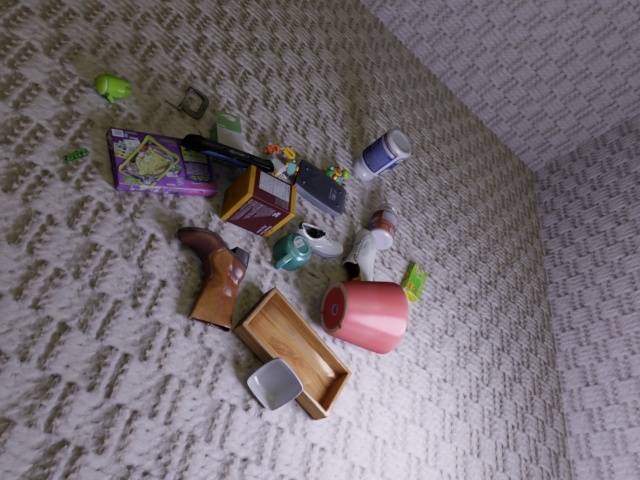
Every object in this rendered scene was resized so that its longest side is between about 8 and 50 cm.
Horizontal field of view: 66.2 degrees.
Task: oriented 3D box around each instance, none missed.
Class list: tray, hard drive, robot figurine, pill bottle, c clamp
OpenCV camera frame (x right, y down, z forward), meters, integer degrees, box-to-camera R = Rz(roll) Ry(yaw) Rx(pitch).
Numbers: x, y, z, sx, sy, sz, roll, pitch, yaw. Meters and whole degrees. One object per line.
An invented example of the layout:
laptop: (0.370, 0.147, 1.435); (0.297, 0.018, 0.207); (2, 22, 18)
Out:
tray: (-0.087, 0.376, 1.643); (0.411, 0.076, 0.203); (49, 43, -7)
hard drive: (-0.005, -0.217, 2.098); (0.254, 0.054, 0.172); (33, 47, -25)
robot figurine: (-0.692, -0.509, 1.625); (0.115, 0.067, 0.101); (1, 73, -42)
pill bottle: (0.287, -0.070, 2.231); (0.121, 0.121, 0.216); (40, 44, -17)
pill bottle: (0.287, -0.397, 2.326); (0.153, 0.264, 0.153); (24, 50, -33)
c clamp: (-0.491, -0.529, 1.859); (0.137, 0.022, 0.161); (38, 46, -20)

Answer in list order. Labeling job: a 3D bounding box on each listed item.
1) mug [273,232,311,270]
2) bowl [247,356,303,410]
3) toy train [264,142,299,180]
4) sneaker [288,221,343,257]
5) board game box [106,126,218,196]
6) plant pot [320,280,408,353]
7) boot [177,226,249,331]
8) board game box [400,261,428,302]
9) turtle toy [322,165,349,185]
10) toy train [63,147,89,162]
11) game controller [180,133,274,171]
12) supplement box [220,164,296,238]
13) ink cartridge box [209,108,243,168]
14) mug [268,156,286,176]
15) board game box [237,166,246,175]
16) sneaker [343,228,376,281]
mug: (-0.099, 0.047, 1.814); (0.129, 0.097, 0.158); (27, 49, -29)
bowl: (-0.138, 0.437, 1.522); (0.142, 0.142, 0.053); (54, 8, -8)
toy train: (-0.161, -0.329, 2.034); (0.125, 0.046, 0.166); (-21, 91, -21)
sneaker: (0.000, 0.000, 1.940); (0.258, 0.091, 0.094); (18, 54, -35)
board game box: (-0.522, -0.255, 1.645); (0.346, 0.056, 0.208); (1, 61, -43)
plant pot: (0.148, 0.267, 1.807); (0.243, 0.275, 0.275); (14, 56, -27)
boot: (-0.368, 0.121, 1.551); (0.264, 0.096, 0.281); (35, 53, -33)
board game box: (0.431, 0.193, 2.261); (0.092, 0.043, 0.181); (45, 43, -12)
turtle toy: (0.074, -0.296, 2.211); (0.130, 0.066, 0.095); (-4, 69, -44)
toy train: (-0.731, -0.256, 1.471); (0.024, 0.017, 0.083); (46, 42, 3)
game controller: (-0.318, -0.294, 1.702); (0.319, 0.166, 0.067); (15, 97, -31)
supplement box: (-0.218, -0.133, 1.743); (0.194, 0.191, 0.129); (24, 51, -30)
ink cartridge box: (-0.357, -0.384, 1.865); (0.109, 0.062, 0.209); (11, 59, -38)
mug: (-0.184, -0.296, 1.964); (0.064, 0.062, 0.078); (50, 52, 1)
board game box: (-0.270, -0.253, 1.869); (0.090, 0.020, 0.090); (-47, 129, -46)
sneaker: (0.158, 0.062, 2.038); (0.123, 0.106, 0.290); (26, 51, -33)
